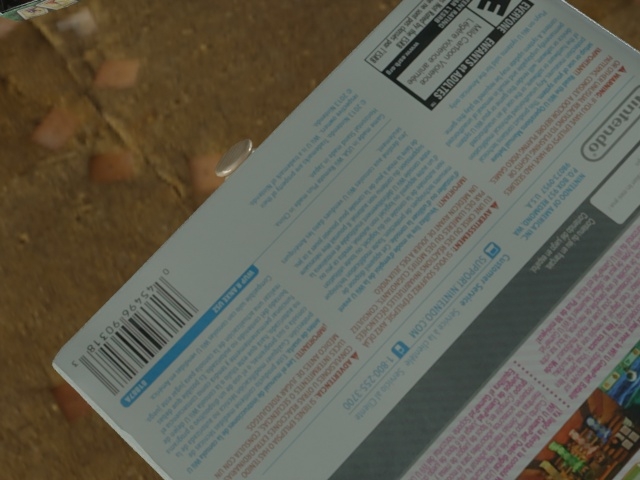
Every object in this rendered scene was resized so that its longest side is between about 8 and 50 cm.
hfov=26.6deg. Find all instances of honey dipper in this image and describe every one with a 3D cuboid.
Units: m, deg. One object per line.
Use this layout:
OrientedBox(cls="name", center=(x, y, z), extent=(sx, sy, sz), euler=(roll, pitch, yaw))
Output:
OrientedBox(cls="honey dipper", center=(0.000, 0.000, 0.848), extent=(0.160, 0.030, 0.030), euler=(44, -118, -21))

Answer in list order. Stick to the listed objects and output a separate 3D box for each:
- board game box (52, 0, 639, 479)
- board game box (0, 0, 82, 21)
OrientedBox(cls="board game box", center=(0.095, 0.068, 0.466), extent=(0.303, 0.097, 0.224), euler=(41, -98, 23))
OrientedBox(cls="board game box", center=(-0.085, -0.232, 0.801), extent=(0.259, 0.030, 0.136), euler=(-15, -98, 14))
